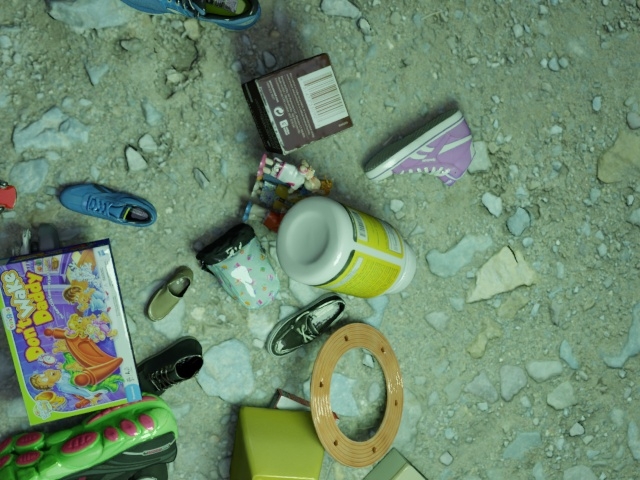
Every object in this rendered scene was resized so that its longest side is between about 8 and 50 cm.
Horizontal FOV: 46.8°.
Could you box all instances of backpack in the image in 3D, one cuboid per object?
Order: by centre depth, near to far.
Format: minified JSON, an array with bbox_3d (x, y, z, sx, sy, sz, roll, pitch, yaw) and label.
[{"bbox_3d":[-0.175,0.071,1.677,0.151,0.115,0.182,-34,109,-10],"label":"backpack"}]

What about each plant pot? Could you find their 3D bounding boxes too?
[{"bbox_3d":[-0.094,0.531,1.696,0.212,0.187,0.212,7,114,-9],"label":"plant pot"}]

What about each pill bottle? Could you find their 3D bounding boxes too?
[{"bbox_3d":[0.071,0.028,1.637,0.333,0.187,0.188,19,94,-51],"label":"pill bottle"}]

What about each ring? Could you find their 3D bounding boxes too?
[{"bbox_3d":[0.086,0.365,1.753,0.336,0.032,0.337,11,75,-47],"label":"ring"}]

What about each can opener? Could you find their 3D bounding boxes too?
[{"bbox_3d":[-0.609,0.107,1.589,0.093,0.074,0.281,0,99,-15],"label":"can opener"}]

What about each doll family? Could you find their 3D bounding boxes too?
[{"bbox_3d":[-0.064,-0.116,1.646,0.163,0.263,0.118,20,52,-4],"label":"doll family"}]

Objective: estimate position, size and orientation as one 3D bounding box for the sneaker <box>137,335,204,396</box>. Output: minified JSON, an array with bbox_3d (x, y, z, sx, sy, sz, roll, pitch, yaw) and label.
[{"bbox_3d":[-0.360,0.307,1.664,0.222,0.118,0.083,-41,106,-5],"label":"sneaker"}]

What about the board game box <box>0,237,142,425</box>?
[{"bbox_3d":[-0.525,0.190,1.549,0.233,0.078,0.347,-12,104,-12],"label":"board game box"}]

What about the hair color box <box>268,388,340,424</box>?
[{"bbox_3d":[-0.048,0.439,1.802,0.167,0.053,0.093,26,93,-16],"label":"hair color box"}]

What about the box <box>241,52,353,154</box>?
[{"bbox_3d":[-0.054,-0.294,1.603,0.167,0.203,0.169,-24,103,-10],"label":"box"}]

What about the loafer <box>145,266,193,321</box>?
[{"bbox_3d":[-0.343,0.123,1.674,0.056,0.050,0.148,36,89,-17],"label":"loafer"}]

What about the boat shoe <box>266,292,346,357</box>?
[{"bbox_3d":[-0.034,0.203,1.758,0.219,0.070,0.078,-39,106,-6],"label":"boat shoe"}]

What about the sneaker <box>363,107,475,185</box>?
[{"bbox_3d":[0.249,-0.179,1.758,0.282,0.102,0.161,-30,108,-8],"label":"sneaker"}]

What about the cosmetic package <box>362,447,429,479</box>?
[{"bbox_3d":[0.146,0.699,1.866,0.309,0.113,0.160,-46,107,-5],"label":"cosmetic package"}]

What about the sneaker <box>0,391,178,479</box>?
[{"bbox_3d":[-0.535,0.504,1.613,0.482,0.185,0.202,-18,121,1],"label":"sneaker"}]

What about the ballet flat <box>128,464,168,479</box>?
[{"bbox_3d":[-0.413,0.632,1.714,0.095,0.096,0.281,13,95,-16],"label":"ballet flat"}]

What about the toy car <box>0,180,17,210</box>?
[{"bbox_3d":[-0.775,-0.129,1.518,0.238,0.053,0.225,-26,104,-10],"label":"toy car"}]

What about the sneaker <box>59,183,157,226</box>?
[{"bbox_3d":[-0.457,-0.075,1.597,0.209,0.082,0.069,13,97,-15],"label":"sneaker"}]

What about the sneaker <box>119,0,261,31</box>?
[{"bbox_3d":[-0.277,-0.526,1.536,0.329,0.147,0.130,8,97,-15],"label":"sneaker"}]
